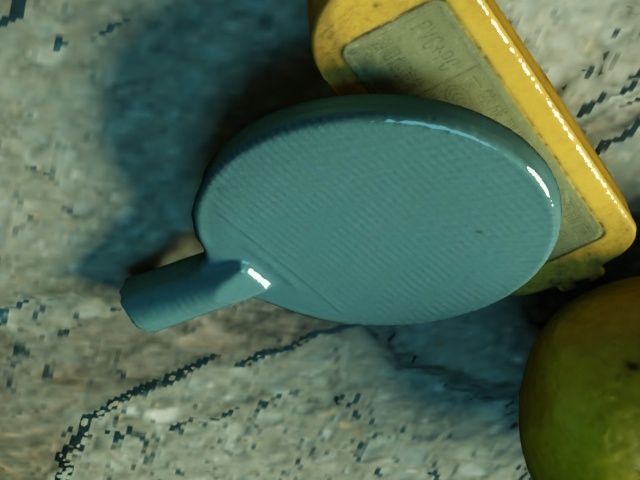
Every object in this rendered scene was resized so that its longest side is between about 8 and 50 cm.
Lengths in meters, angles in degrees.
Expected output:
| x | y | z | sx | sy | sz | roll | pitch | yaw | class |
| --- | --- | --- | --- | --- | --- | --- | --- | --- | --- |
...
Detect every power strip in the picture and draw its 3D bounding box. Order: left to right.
| x | y | z | sx | sy | sz | roll | pitch | yaw | class |
| --- | --- | --- | --- | --- | --- | --- | --- | --- | --- |
| 0.039 | -0.043 | 0.460 | 0.049 | 0.028 | 0.178 | -25 | 135 | 19 | power strip |

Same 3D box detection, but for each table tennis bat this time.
| x | y | z | sx | sy | sz | roll | pitch | yaw | class |
| --- | --- | --- | --- | --- | --- | --- | --- | --- | --- |
| 0.000 | 0.000 | 0.481 | 0.155 | 0.019 | 0.100 | -21 | 135 | 35 | table tennis bat |

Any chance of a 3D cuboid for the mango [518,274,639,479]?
| x | y | z | sx | sy | sz | roll | pitch | yaw | class |
| --- | --- | --- | --- | --- | --- | --- | --- | --- | --- |
| 0.187 | 0.084 | 0.549 | 0.262 | 0.130 | 0.167 | 12 | 132 | -14 | mango |
